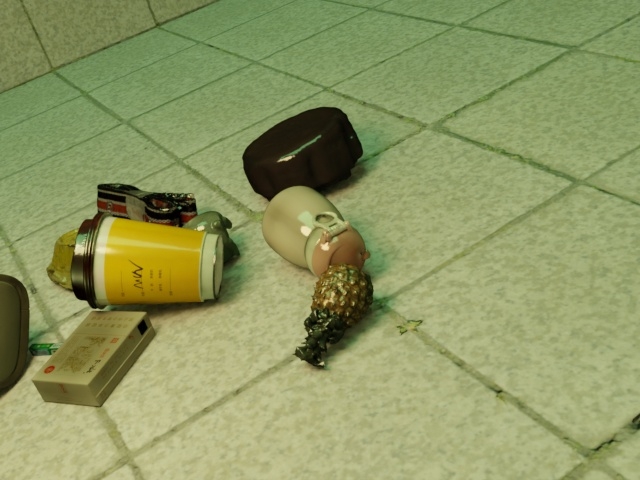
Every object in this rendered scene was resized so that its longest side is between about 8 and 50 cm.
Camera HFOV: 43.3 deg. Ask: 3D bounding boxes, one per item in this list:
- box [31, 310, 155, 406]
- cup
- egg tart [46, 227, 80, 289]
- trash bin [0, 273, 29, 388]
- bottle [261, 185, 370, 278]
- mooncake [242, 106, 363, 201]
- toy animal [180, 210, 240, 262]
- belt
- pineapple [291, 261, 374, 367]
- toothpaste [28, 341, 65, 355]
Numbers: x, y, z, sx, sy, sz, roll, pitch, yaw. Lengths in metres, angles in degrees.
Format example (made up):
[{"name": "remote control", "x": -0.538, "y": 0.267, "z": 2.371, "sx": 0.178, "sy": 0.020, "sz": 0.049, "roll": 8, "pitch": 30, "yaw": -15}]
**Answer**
[{"name": "box", "x": -0.418, "y": 0.214, "z": 1.500, "sx": 0.141, "sy": 0.058, "sz": 0.201, "roll": -2, "pitch": 33, "yaw": 25}, {"name": "cup", "x": -0.336, "y": 0.044, "z": 1.583, "sx": 0.279, "sy": 0.196, "sz": 0.196, "roll": 2, "pitch": 32, "yaw": 0}, {"name": "egg tart", "x": -0.521, "y": 0.022, "z": 1.836, "sx": 0.232, "sy": 0.098, "sz": 0.252, "roll": -17, "pitch": 27, "yaw": -6}, {"name": "trash bin", "x": -0.712, "y": 0.172, "z": 1.550, "sx": 0.250, "sy": 0.220, "sz": 0.219, "roll": -2, "pitch": -7, "yaw": 38}, {"name": "bottle", "x": 0.000, "y": 0.000, "z": 1.552, "sx": 0.147, "sy": 0.147, "sz": 0.236, "roll": -29, "pitch": 37, "yaw": -19}, {"name": "mooncake", "x": -0.042, "y": -0.196, "z": 1.890, "sx": 0.283, "sy": 0.141, "sz": 0.283, "roll": -21, "pitch": 24, "yaw": 10}, {"name": "toy animal", "x": -0.295, "y": 0.007, "z": 1.711, "sx": 0.236, "sy": 0.138, "sz": 0.108, "roll": -10, "pitch": 65, "yaw": 6}, {"name": "belt", "x": -0.420, "y": -0.074, "z": 1.910, "sx": 0.359, "sy": 0.094, "sz": 0.126, "roll": 12, "pitch": 24, "yaw": 42}, {"name": "pineapple", "x": 0.014, "y": 0.131, "z": 1.382, "sx": 0.108, "sy": 0.108, "sz": 0.198, "roll": 7, "pitch": 49, "yaw": 35}, {"name": "toothpaste", "x": -0.538, "y": 0.215, "z": 1.596, "sx": 0.083, "sy": 0.020, "sz": 0.017, "roll": -5, "pitch": 35, "yaw": 21}]
